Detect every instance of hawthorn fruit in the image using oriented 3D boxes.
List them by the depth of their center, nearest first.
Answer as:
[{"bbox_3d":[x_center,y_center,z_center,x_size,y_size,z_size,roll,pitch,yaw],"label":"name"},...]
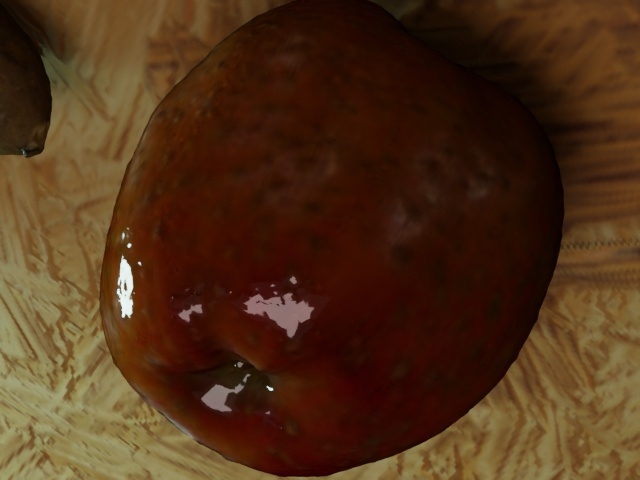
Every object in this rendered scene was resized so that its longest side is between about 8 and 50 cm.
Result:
[{"bbox_3d":[0.000,0.000,0.729,0.189,0.189,0.189,13,130,16],"label":"hawthorn fruit"}]

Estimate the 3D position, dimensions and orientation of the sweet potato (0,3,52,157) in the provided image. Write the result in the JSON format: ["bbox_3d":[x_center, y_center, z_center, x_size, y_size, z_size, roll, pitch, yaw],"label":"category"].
[{"bbox_3d":[-0.281,-0.086,0.847,0.341,0.092,0.114,2,143,25],"label":"sweet potato"}]
